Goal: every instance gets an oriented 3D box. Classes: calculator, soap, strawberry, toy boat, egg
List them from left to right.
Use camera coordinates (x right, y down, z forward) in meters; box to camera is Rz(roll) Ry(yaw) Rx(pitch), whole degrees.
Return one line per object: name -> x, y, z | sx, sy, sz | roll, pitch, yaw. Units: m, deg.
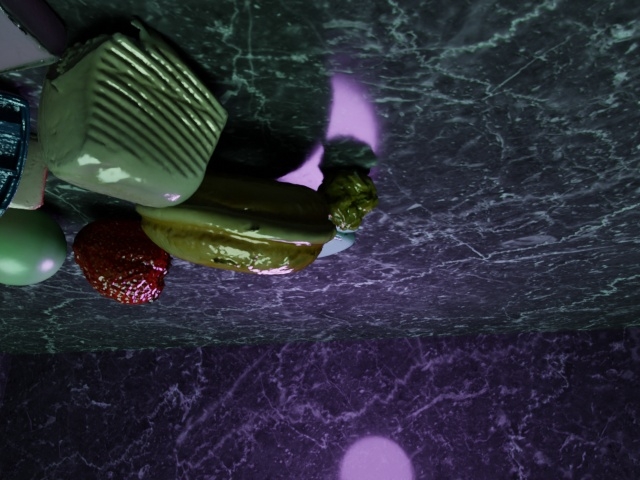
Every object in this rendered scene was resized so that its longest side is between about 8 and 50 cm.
soap -> -0.556, -0.333, 0.814 | 0.259, 0.081, 0.181 | -6, 156, 16
toy boat -> -0.640, -0.150, 1.049 | 0.096, 0.062, 0.299 | 11, 112, -36
egg -> -0.826, 0.006, 1.437 | 0.220, 0.220, 0.269 | -21, 140, 40
strawberry -> -0.563, 0.046, 1.514 | 0.250, 0.238, 0.288 | 7, 156, 40
calculator -> 0.000, 0.000, 1.651 | 0.184, 0.042, 0.295 | 16, 153, -33

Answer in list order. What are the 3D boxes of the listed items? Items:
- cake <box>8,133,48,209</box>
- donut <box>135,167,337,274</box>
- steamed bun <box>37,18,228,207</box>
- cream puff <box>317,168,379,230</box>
cake -> -0.717, -0.123, 1.211 | 0.158, 0.160, 0.262 | 11, 156, -32
donut -> -0.182, -0.049, 1.197 | 0.449, 0.198, 0.449 | 9, -174, -1
steamed bun -> -0.360, -0.200, 0.969 | 0.272, 0.273, 0.290 | -1, 159, 47
cream puff -> 0.065, -0.096, 1.311 | 0.156, 0.156, 0.121 | -12, 172, 25
